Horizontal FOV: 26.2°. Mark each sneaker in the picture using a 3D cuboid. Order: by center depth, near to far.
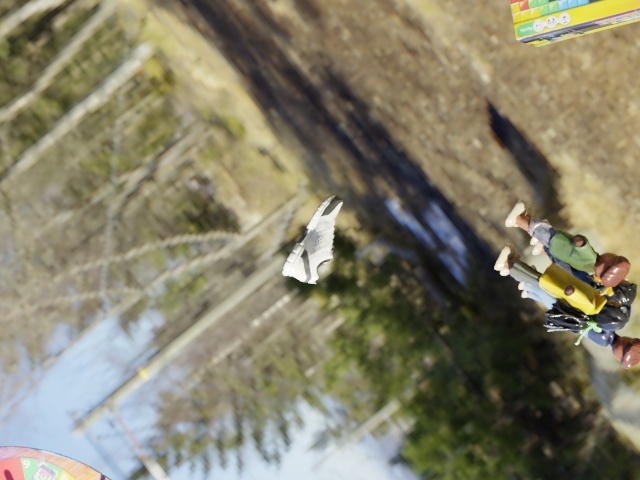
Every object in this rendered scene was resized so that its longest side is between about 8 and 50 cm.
[{"bbox_3d":[0.000,0.000,1.510,0.044,0.109,0.040,28,165,5],"label":"sneaker"}]

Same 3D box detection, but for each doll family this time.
[{"bbox_3d":[0.198,0.039,1.045,0.111,0.076,0.193,31,-177,23],"label":"doll family"}]

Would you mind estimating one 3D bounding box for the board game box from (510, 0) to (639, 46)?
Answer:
[{"bbox_3d":[0.217,-0.230,1.003,0.048,0.170,0.141,-4,-97,-61],"label":"board game box"}]

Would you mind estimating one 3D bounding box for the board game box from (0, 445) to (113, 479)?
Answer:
[{"bbox_3d":[-0.149,0.184,0.666,0.133,0.168,0.033,13,-166,9],"label":"board game box"}]
